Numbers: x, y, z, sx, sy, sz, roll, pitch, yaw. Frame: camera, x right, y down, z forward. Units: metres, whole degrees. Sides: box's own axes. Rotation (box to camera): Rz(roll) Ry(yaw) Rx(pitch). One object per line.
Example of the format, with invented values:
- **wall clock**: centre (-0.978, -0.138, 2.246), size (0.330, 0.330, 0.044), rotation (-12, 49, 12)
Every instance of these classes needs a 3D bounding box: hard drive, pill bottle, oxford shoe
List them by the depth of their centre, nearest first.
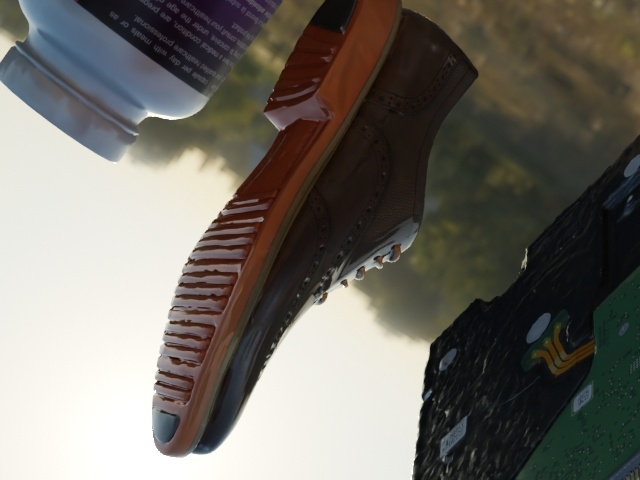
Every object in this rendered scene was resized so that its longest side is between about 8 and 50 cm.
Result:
- **hard drive**: centre (0.143, 0.092, 1.094), size (0.064, 0.237, 0.339), rotation (36, -153, -12)
- **oxford shoe**: centre (0.000, 0.000, 1.366), size (0.132, 0.364, 0.130), rotation (30, 172, -21)
- **pill bottle**: centre (-0.115, -0.226, 1.560), size (0.181, 0.323, 0.181), rotation (37, -177, -3)
